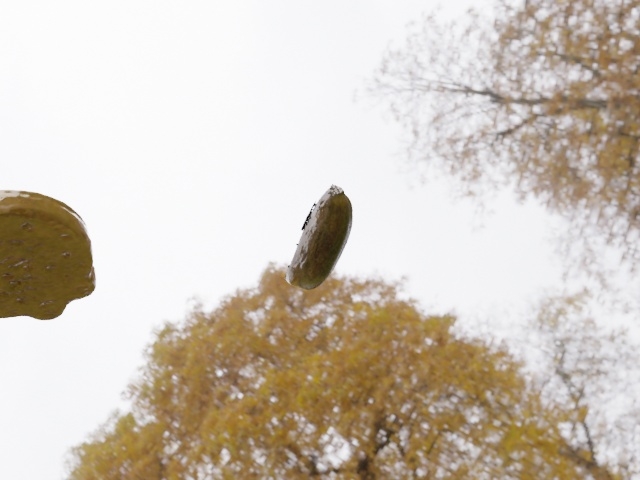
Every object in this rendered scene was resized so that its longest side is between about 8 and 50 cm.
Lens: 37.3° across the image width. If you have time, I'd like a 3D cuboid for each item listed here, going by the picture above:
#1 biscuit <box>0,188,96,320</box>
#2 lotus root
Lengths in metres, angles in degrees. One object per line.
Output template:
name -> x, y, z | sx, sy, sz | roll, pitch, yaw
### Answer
biscuit -> -0.212, 0.001, 0.523 | 0.184, 0.027, 0.133 | 0, -39, -24
lotus root -> 0.002, 0.001, 0.712 | 0.037, 0.030, 0.083 | -25, -42, -64
